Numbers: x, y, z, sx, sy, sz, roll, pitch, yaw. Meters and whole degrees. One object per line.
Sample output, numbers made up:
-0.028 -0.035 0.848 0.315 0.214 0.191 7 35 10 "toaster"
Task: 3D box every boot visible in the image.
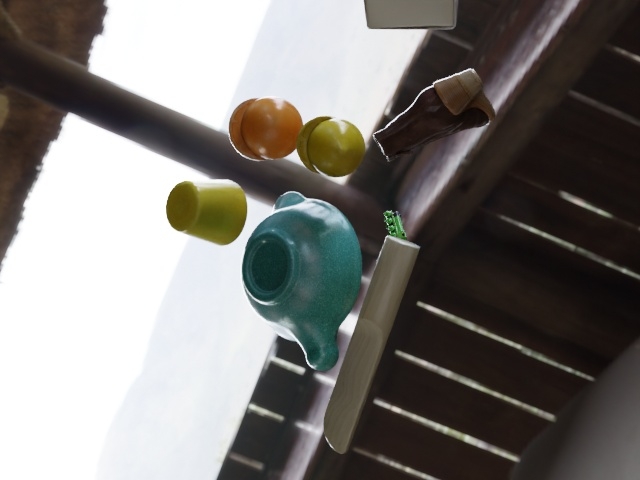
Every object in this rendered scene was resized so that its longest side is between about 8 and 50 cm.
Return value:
0.201 -0.212 1.568 0.206 0.090 0.248 -33 -15 10 "boot"

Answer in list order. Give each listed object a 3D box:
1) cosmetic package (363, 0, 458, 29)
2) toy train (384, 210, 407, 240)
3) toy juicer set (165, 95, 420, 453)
0.124 -0.412 1.099 0.309 0.113 0.160 -75 -17 -45 "cosmetic package"
0.104 -0.008 1.193 0.017 0.023 0.083 84 177 -54 "toy train"
0.000 0.000 0.803 0.089 0.329 0.209 9 -57 -50 "toy juicer set"
